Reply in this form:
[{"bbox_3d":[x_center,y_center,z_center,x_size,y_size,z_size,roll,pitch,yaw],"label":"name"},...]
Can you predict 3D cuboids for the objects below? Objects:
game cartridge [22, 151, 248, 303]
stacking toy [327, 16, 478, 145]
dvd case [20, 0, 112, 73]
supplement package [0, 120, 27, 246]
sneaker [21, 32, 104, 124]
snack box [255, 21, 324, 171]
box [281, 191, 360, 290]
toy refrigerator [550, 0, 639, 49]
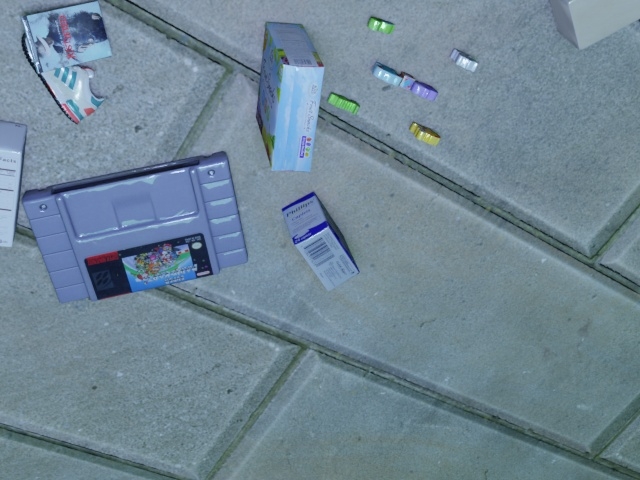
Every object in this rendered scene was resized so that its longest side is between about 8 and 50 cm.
[{"bbox_3d":[-0.319,-0.016,1.466,0.354,0.068,0.230,-13,119,-6],"label":"game cartridge"},{"bbox_3d":[0.145,-0.272,1.420,0.221,0.052,0.167,17,116,-22],"label":"stacking toy"},{"bbox_3d":[-0.386,-0.311,1.253,0.119,0.013,0.087,-20,112,-26],"label":"dvd case"},{"bbox_3d":[-0.541,-0.096,1.331,0.105,0.105,0.179,8,119,-18],"label":"supplement package"},{"bbox_3d":[-0.404,-0.267,1.297,0.075,0.057,0.161,-36,122,-14],"label":"sneaker"},{"bbox_3d":[-0.052,-0.232,1.303,0.070,0.207,0.175,1,122,-14],"label":"snack box"},{"bbox_3d":[0.000,0.000,1.503,0.072,0.137,0.126,-31,123,5],"label":"box"},{"bbox_3d":[0.527,-0.443,1.383,0.269,0.094,0.102,-28,130,6],"label":"toy refrigerator"}]
